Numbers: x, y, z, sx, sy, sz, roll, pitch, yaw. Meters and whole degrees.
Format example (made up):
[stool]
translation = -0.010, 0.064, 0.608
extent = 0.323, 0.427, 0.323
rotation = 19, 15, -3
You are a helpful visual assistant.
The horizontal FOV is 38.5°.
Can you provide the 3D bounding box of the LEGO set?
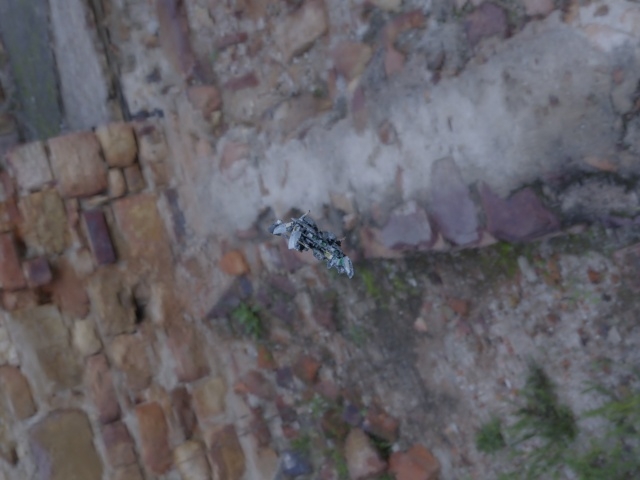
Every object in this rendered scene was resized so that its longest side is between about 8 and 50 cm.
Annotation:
[LEGO set]
translation = -0.002, -0.001, 0.525
extent = 0.054, 0.023, 0.083
rotation = 32, -178, -4
